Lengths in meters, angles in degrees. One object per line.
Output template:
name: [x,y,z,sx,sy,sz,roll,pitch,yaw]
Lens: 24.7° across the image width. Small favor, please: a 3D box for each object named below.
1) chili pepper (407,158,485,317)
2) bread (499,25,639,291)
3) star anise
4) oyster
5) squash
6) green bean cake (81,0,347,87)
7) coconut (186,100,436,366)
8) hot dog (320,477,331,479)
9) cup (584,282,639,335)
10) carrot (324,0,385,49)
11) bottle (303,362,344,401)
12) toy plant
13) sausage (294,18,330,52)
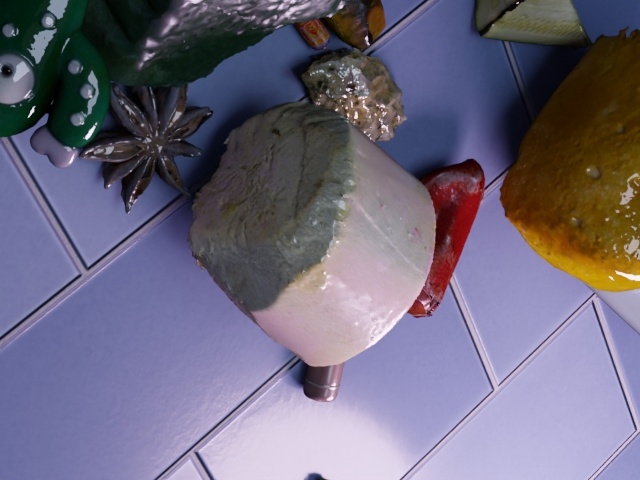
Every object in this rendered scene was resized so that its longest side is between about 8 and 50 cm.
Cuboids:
chili pepper: [0.157,-0.026,2.154,0.144,0.136,0.253,27,72,3]
bread: [0.465,-0.113,2.167,0.394,0.361,0.250,-50,141,-12]
star anise: [-0.222,-0.124,1.829,0.195,0.065,0.182,-14,119,-39]
oyster: [0.060,-0.201,2.025,0.133,0.072,0.209,-46,130,-14]
squash: [0.362,-0.373,2.184,0.252,0.169,0.093,0,62,-38]
green bean cake: [-0.110,-0.325,1.713,0.300,0.169,0.308,-4,148,-51]
coconut: [0.000,0.000,1.917,0.297,0.297,0.309,-56,133,-10]
hot dog: [0.024,0.410,2.229,0.049,0.037,0.122,-45,126,-14]
cup: [0.571,0.058,2.445,0.312,0.205,0.205,40,79,-42]
carrot: [0.025,-0.335,1.943,0.082,0.082,0.173,-47,130,-17]
bottle: [0.011,0.163,2.122,0.053,0.053,0.140,3,102,-40]
toy plant: [-0.348,-0.204,1.627,0.232,0.112,0.243,4,103,4]
sausage: [-0.023,-0.300,1.947,0.034,0.034,0.129,-48,129,-16]
